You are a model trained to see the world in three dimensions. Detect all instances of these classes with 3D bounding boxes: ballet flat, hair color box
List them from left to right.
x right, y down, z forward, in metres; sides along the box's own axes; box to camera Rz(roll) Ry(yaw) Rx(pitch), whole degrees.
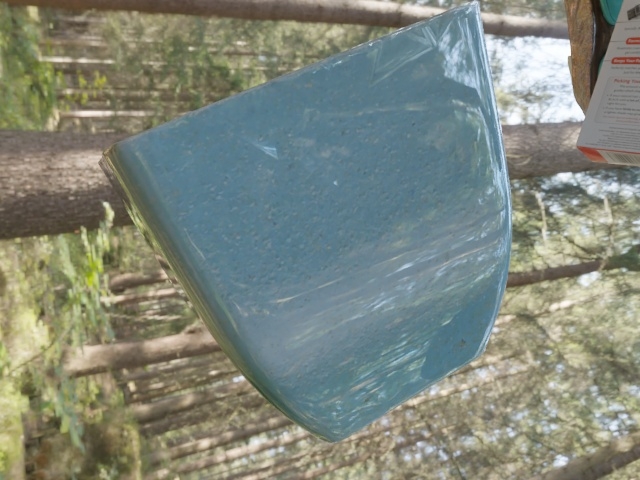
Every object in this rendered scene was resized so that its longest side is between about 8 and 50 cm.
[{"bbox_3d":[0.346,-0.252,0.731,0.106,0.108,0.315,-119,-169,-64],"label":"ballet flat"},{"bbox_3d":[0.329,-0.157,0.592,0.093,0.053,0.167,18,-90,45],"label":"hair color box"}]

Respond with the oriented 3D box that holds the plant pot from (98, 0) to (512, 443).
[{"bbox_3d":[0.000,0.000,0.480,0.252,0.247,0.248,67,-17,-14],"label":"plant pot"}]
